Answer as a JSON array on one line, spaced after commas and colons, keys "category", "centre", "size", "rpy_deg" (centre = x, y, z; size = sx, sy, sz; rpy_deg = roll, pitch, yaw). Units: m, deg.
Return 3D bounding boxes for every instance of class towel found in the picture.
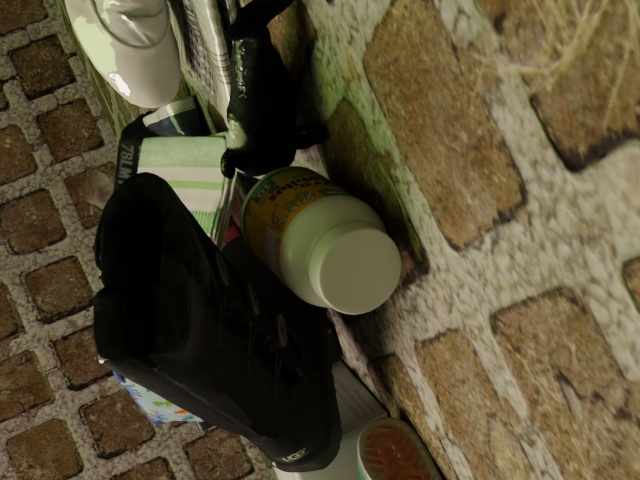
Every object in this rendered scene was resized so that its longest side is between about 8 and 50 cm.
[{"category": "towel", "centre": [-0.173, -0.309, 1.274], "size": [0.312, 0.056, 0.324], "rpy_deg": [51, 161, 46]}, {"category": "towel", "centre": [-0.234, -0.006, 1.494], "size": [0.247, 0.038, 0.325], "rpy_deg": [3, 80, 44]}]

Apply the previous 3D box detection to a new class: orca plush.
[{"category": "orca plush", "centre": [-0.036, -0.148, 1.037], "size": [0.287, 0.102, 0.151], "rpy_deg": [101, -171, -51]}]

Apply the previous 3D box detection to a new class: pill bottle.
[{"category": "pill bottle", "centre": [0.000, 0.000, 1.001], "size": [0.208, 0.117, 0.118], "rpy_deg": [40, 150, 63]}]

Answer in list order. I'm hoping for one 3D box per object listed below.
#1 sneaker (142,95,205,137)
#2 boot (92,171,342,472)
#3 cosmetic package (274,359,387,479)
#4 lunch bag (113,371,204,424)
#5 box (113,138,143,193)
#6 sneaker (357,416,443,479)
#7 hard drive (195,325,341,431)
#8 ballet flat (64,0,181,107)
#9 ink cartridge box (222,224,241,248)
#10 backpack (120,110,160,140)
[{"category": "sneaker", "centre": [-0.250, -0.165, 1.743], "size": [0.163, 0.086, 0.226], "rpy_deg": [71, 165, -7]}, {"category": "boot", "centre": [-0.126, 0.056, 1.142], "size": [0.445, 0.146, 0.367], "rpy_deg": [47, -162, -55]}, {"category": "cosmetic package", "centre": [0.036, 0.383, 1.441], "size": [0.217, 0.156, 0.385], "rpy_deg": [43, 153, 58]}, {"category": "lunch bag", "centre": [-0.200, 0.133, 1.269], "size": [0.219, 0.090, 0.176], "rpy_deg": [70, -160, -58]}, {"category": "box", "centre": [-0.347, 0.018, 1.780], "size": [0.293, 0.073, 0.296], "rpy_deg": [104, 165, -50]}, {"category": "sneaker", "centre": [0.129, 0.369, 1.179], "size": [0.121, 0.108, 0.302], "rpy_deg": [86, 164, -57]}, {"category": "hard drive", "centre": [-0.141, 0.135, 1.510], "size": [0.339, 0.236, 0.064], "rpy_deg": [45, 158, 58]}, {"category": "ballet flat", "centre": [-0.281, -0.376, 1.289], "size": [0.139, 0.139, 0.400], "rpy_deg": [158, 92, -76]}, {"category": "ink cartridge box", "centre": [-0.179, 0.113, 1.755], "size": [0.237, 0.172, 0.100], "rpy_deg": [58, 163, 30]}, {"category": "backpack", "centre": [-0.320, -0.148, 1.924], "size": [0.182, 0.115, 0.152], "rpy_deg": [56, -174, -34]}]
